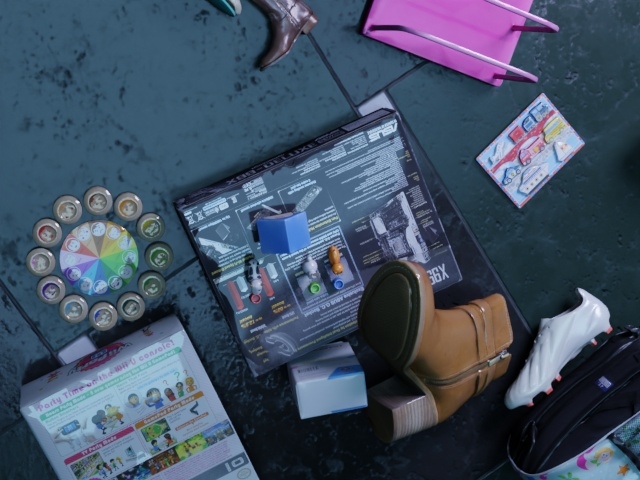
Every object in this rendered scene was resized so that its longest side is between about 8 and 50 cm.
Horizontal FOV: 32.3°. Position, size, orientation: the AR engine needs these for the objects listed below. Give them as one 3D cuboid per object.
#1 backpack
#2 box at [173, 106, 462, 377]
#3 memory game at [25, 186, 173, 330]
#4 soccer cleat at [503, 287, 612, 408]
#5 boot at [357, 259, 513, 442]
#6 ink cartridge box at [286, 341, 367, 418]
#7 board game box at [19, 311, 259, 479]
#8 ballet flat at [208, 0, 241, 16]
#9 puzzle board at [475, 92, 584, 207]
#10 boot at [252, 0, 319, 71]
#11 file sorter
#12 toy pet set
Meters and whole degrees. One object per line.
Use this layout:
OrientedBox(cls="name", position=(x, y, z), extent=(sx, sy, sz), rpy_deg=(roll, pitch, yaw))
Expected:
OrientedBox(cls="backpack", position=(0.385, 0.264, 1.484), extent=(0.253, 0.225, 0.191), rpy_deg=(-36, 101, 0))
OrientedBox(cls="box", position=(0.000, 0.000, 1.425), extent=(0.307, 0.076, 0.243), rpy_deg=(-25, 105, -6))
OrientedBox(cls="memory game", position=(-0.279, 0.023, 1.402), extent=(0.186, 0.012, 0.186), rpy_deg=(-2, 101, -11))
OrientedBox(cls="soccer cleat", position=(0.317, 0.151, 1.533), extent=(0.196, 0.068, 0.076), rpy_deg=(-44, 91, -3))
OrientedBox(cls="boot", position=(0.165, 0.115, 1.417), extent=(0.220, 0.109, 0.284), rpy_deg=(-23, 125, -30))
OrientedBox(cls="ink cartridge box", position=(0.006, 0.179, 1.434), extent=(0.088, 0.122, 0.052), rpy_deg=(-10, 105, -6))
OrientedBox(cls="board game box", position=(-0.216, 0.279, 1.421), extent=(0.224, 0.097, 0.303), rpy_deg=(-26, 106, -7))
OrientedBox(cls="ballet flat", position=(-0.154, -0.341, 1.339), extent=(0.168, 0.057, 0.052), rpy_deg=(36, 82, -16))
OrientedBox(cls="puzzle board", position=(0.286, -0.121, 1.497), extent=(0.128, 0.011, 0.096), rpy_deg=(-44, 106, -1))
OrientedBox(cls="boot", position=(-0.073, -0.284, 1.375), extent=(0.114, 0.037, 0.106), rpy_deg=(46, 75, -19))
OrientedBox(cls="file sorter", position=(0.209, -0.355, 1.348), extent=(0.202, 0.182, 0.291), rpy_deg=(18, 96, -15))
OrientedBox(cls="toy pet set", position=(-0.031, 0.022, 1.348), extent=(0.122, 0.065, 0.114), rpy_deg=(-11, 103, -10))
